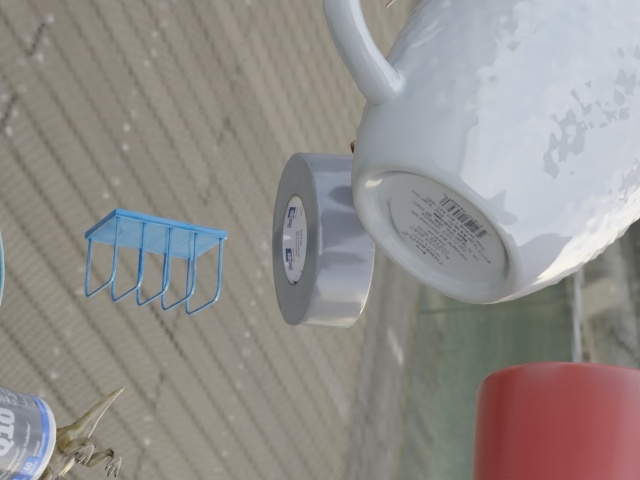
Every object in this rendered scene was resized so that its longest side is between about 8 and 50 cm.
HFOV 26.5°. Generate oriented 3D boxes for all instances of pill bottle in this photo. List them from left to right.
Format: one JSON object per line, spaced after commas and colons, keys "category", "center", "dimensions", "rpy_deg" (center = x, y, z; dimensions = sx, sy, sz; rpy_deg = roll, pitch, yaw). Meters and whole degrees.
{"category": "pill bottle", "center": [-0.280, 0.145, 1.051], "dimensions": [0.137, 0.078, 0.078], "rpy_deg": [24, 60, -46]}

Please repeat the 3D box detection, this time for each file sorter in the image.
{"category": "file sorter", "center": [-0.235, 0.035, 1.919], "dimensions": [0.170, 0.118, 0.104], "rpy_deg": [12, 69, -28]}

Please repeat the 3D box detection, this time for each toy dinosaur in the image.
{"category": "toy dinosaur", "center": [-0.237, 0.198, 1.299], "dimensions": [0.183, 0.092, 0.053], "rpy_deg": [-49, 130, -24]}

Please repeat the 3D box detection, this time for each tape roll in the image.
{"category": "tape roll", "center": [0.000, 0.000, 1.695], "dimensions": [0.219, 0.072, 0.219], "rpy_deg": [-178, -90, -74]}

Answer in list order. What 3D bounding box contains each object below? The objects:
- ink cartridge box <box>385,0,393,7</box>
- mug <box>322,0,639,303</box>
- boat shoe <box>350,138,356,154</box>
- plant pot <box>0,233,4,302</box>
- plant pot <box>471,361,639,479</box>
{"category": "ink cartridge box", "center": [0.183, -0.445, 1.956], "dimensions": [0.060, 0.239, 0.275], "rpy_deg": [52, -1, -5]}
{"category": "mug", "center": [0.153, -0.149, 1.199], "dimensions": [0.374, 0.276, 0.328], "rpy_deg": [47, 61, -16]}
{"category": "boat shoe", "center": [0.108, -0.064, 1.594], "dimensions": [0.170, 0.059, 0.063], "rpy_deg": [51, -5, -10]}
{"category": "plant pot", "center": [-0.518, 0.006, 1.523], "dimensions": [0.290, 0.195, 0.290], "rpy_deg": [-16, 90, -72]}
{"category": "plant pot", "center": [0.240, 0.261, 1.127], "dimensions": [0.275, 0.275, 0.243], "rpy_deg": [51, 48, -58]}
